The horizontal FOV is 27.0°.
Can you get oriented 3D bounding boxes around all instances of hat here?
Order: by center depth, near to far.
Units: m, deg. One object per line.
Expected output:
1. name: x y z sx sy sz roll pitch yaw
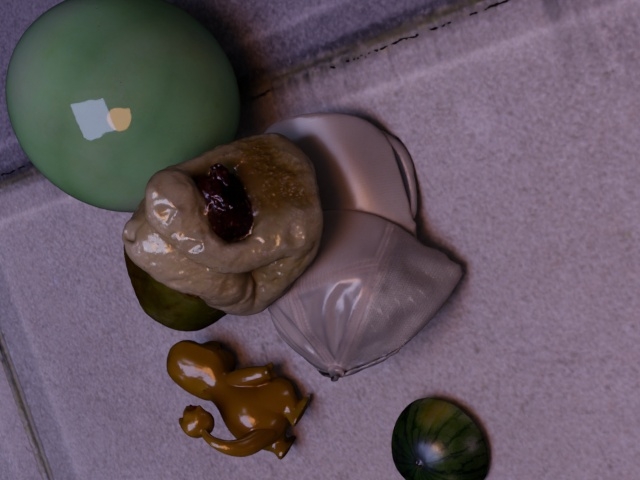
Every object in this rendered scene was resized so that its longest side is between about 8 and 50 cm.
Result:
1. hat: 0.000 0.000 1.285 0.219 0.164 0.226 -19 111 45

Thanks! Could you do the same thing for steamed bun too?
1. steamed bun: -0.102 -0.016 1.234 0.172 0.155 0.140 -46 53 42

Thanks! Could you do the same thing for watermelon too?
1. watermelon: 0.110 0.211 1.314 0.105 0.062 0.105 20 123 34

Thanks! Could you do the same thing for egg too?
1. egg: -0.203 -0.142 1.353 0.270 0.220 0.220 23 121 47

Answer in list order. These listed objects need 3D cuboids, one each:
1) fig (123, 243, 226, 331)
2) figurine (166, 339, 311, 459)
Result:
1. fig: -0.135 0.022 1.410 0.154 0.144 0.166 -62 20 -2
2. figurine: -0.110 0.176 1.461 0.176 0.122 0.121 36 130 26
